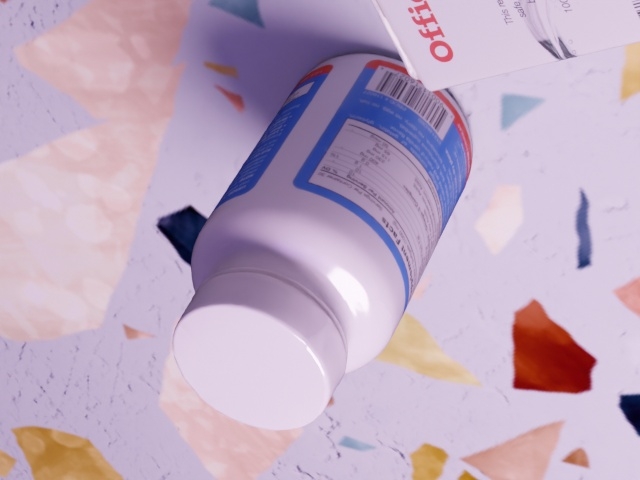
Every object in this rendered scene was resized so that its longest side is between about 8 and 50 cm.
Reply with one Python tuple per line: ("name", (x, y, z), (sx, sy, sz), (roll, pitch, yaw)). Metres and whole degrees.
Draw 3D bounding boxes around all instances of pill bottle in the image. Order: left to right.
("pill bottle", (0.000, 0.000, 0.924), (0.124, 0.221, 0.124), (15, 134, 16))

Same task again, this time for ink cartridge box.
("ink cartridge box", (0.119, -0.175, 0.804), (0.208, 0.087, 0.153), (-10, 124, 33))
